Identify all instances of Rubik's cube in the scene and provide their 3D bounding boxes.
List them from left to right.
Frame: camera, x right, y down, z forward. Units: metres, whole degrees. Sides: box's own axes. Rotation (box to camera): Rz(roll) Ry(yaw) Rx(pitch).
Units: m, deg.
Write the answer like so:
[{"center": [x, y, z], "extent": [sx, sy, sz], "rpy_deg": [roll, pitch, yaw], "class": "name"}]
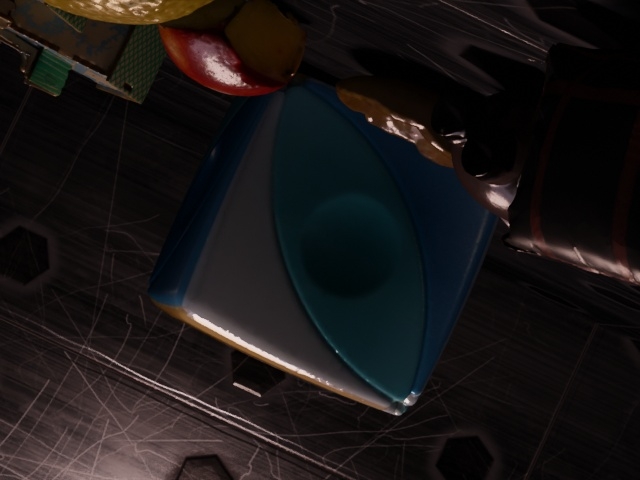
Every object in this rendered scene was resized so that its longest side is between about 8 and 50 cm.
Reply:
[{"center": [0.000, 0.000, 2.032], "extent": [0.347, 0.351, 0.352], "rpy_deg": [25, 174, -12], "class": "Rubik's cube"}]

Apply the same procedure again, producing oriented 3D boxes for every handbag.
[{"center": [0.239, -0.050, 1.081], "extent": [0.155, 0.169, 0.215], "rpy_deg": [8, -173, -36], "class": "handbag"}]

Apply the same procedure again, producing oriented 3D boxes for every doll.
[{"center": [0.210, -0.061, 1.481], "extent": [0.257, 0.117, 0.182], "rpy_deg": [30, -157, -51], "class": "doll"}]

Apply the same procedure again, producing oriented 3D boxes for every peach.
[{"center": [-0.094, -0.210, 1.615], "extent": [0.151, 0.151, 0.118], "rpy_deg": [23, 131, 38], "class": "peach"}]

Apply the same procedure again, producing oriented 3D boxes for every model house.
[{"center": [-0.269, -0.246, 1.758], "extent": [0.206, 0.178, 0.271], "rpy_deg": [25, 174, -14], "class": "model house"}]

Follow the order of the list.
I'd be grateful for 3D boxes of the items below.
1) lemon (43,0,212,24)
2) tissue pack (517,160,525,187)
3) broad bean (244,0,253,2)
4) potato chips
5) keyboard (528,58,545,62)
[{"center": [-0.129, -0.227, 1.010], "extent": [0.180, 0.181, 0.193], "rpy_deg": [27, 177, -32], "class": "lemon"}, {"center": [0.325, -0.022, 1.296], "extent": [0.271, 0.124, 0.201], "rpy_deg": [21, 178, 44], "class": "tissue pack"}, {"center": [-0.129, -0.272, 1.383], "extent": [0.060, 0.043, 0.297], "rpy_deg": [35, -176, 38], "class": "broad bean"}, {"center": [0.108, -0.131, 1.670], "extent": [0.195, 0.062, 0.208], "rpy_deg": [29, -178, 41], "class": "potato chips"}, {"center": [0.047, -0.225, 0.960], "extent": [0.381, 0.041, 0.103], "rpy_deg": [35, 172, -35], "class": "keyboard"}]
